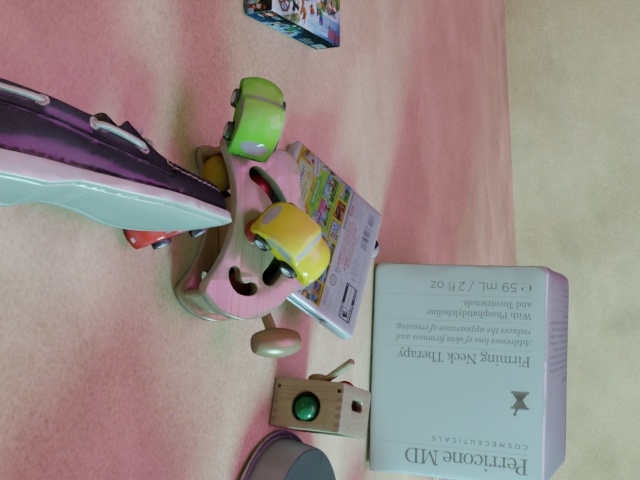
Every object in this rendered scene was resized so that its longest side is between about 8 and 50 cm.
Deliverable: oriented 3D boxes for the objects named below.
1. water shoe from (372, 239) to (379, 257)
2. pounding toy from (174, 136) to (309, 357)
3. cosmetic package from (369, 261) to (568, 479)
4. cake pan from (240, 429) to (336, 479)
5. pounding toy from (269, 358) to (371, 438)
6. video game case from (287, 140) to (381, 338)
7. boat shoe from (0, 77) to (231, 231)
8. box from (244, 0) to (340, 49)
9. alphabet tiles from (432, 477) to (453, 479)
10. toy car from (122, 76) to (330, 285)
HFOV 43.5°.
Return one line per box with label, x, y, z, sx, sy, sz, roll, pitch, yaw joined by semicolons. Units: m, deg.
water shoe;0.042;-0.002;1.308;0.203;0.073;0.080;-22;108;-65
pounding toy;-0.112;0.018;0.967;0.154;0.155;0.269;-9;89;-37
cosmetic package;0.305;0.251;1.588;0.327;0.330;0.393;14;77;-66
cake pan;-0.045;0.421;1.139;0.293;0.054;0.293;0;90;-67
pounding toy;0.007;0.228;1.161;0.141;0.130;0.100;37;57;-61
video game case;0.000;0.000;1.186;0.206;0.026;0.226;40;52;-34
boat shoe;-0.192;-0.069;0.691;0.303;0.114;0.091;16;67;-55
box;-0.035;-0.380;1.157;0.233;0.044;0.159;-3;93;-66
alphabet tiles;0.324;0.632;2.018;0.278;0.021;0.284;-57;140;-50
toy car;-0.080;-0.080;0.873;0.239;0.053;0.224;14;76;-21
